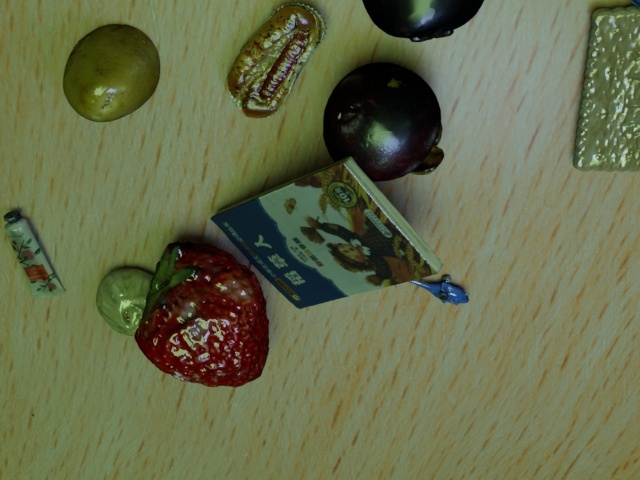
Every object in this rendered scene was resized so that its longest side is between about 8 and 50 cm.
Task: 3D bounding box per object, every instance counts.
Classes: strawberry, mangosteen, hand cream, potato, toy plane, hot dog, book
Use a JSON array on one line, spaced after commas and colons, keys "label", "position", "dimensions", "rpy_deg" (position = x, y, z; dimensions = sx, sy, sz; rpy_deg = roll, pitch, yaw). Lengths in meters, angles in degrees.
[{"label": "strawberry", "position": [-0.228, 0.169, 1.830], "dimensions": [0.310, 0.292, 0.292], "rpy_deg": [23, 119, -11]}, {"label": "mangosteen", "position": [0.131, -0.213, 1.627], "dimensions": [0.228, 0.228, 0.265], "rpy_deg": [-42, 141, 25]}, {"label": "hand cream", "position": [-0.655, 0.038, 1.942], "dimensions": [0.080, 0.050, 0.234], "rpy_deg": [-9, 124, 7]}, {"label": "potato", "position": [-0.416, -0.306, 1.660], "dimensions": [0.203, 0.158, 0.178], "rpy_deg": [-16, 117, 10]}, {"label": "toy plane", "position": [0.246, 0.107, 1.876], "dimensions": [0.167, 0.054, 0.062], "rpy_deg": [19, 145, -5]}, {"label": "mangosteen", "position": [0.178, -0.461, 1.476], "dimensions": [0.243, 0.243, 0.243], "rpy_deg": [3, 119, 5]}, {"label": "hot dog", "position": [-0.086, -0.346, 1.644], "dimensions": [0.131, 0.069, 0.253], "rpy_deg": [34, 116, -12]}, {"label": "book", "position": [0.000, 0.000, 1.735], "dimensions": [0.428, 0.039, 0.300], "rpy_deg": [-19, 122, 47]}]

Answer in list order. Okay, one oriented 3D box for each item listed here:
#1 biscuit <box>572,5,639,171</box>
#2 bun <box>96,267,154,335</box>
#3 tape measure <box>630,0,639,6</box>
[{"label": "biscuit", "position": [0.597, -0.280, 1.616], "dimensions": [0.217, 0.044, 0.325], "rpy_deg": [0, 118, 5]}, {"label": "bun", "position": [-0.428, 0.155, 1.946], "dimensions": [0.183, 0.102, 0.183], "rpy_deg": [4, 121, 7]}, {"label": "tape measure", "position": [0.618, -0.506, 1.433], "dimensions": [0.259, 0.138, 0.262], "rpy_deg": [7, 118, 4]}]
